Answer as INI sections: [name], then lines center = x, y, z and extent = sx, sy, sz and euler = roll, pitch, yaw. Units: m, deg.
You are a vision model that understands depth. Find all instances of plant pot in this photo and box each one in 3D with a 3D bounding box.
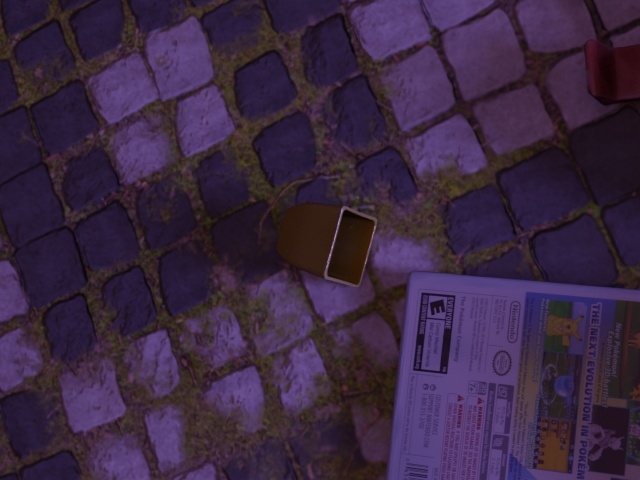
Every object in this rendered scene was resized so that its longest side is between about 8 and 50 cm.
[plant pot]
center = 0.000, 0.000, 1.403
extent = 0.083, 0.081, 0.081
euler = 14, 87, 31

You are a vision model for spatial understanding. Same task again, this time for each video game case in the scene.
[video game case]
center = 0.219, 0.206, 1.321
extent = 0.300, 0.036, 0.329
euler = 5, 83, 20

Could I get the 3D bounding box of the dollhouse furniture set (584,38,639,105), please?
[dollhouse furniture set]
center = 0.253, -0.296, 1.313
extent = 0.201, 0.152, 0.374
euler = -41, 72, 10
